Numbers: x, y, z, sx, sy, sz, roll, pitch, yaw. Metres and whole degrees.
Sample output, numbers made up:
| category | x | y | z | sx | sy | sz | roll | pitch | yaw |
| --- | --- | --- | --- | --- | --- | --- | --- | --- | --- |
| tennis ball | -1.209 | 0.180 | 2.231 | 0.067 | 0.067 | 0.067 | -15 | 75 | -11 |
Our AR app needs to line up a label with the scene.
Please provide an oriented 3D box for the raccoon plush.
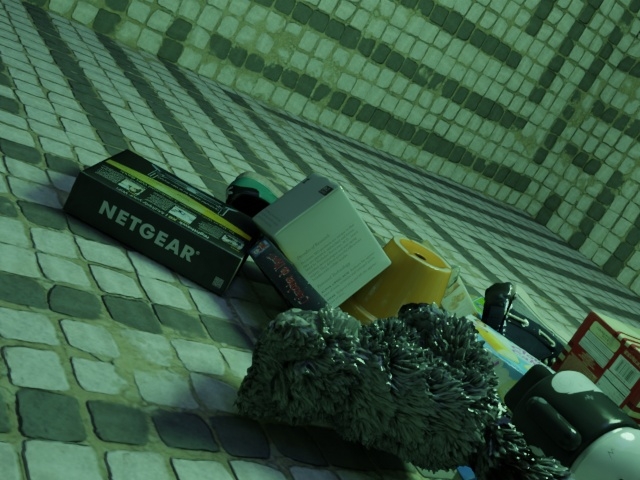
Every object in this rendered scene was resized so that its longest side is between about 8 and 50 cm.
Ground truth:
| category | x | y | z | sx | sy | sz | roll | pitch | yaw |
| --- | --- | --- | --- | --- | --- | --- | --- | --- | --- |
| raccoon plush | 0.108 | 0.208 | 1.020 | 0.299 | 0.216 | 0.446 | 4 | 13 | -45 |

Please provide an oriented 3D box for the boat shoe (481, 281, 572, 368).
| category | x | y | z | sx | sy | sz | roll | pitch | yaw |
| --- | --- | --- | --- | --- | --- | --- | --- | --- | --- |
| boat shoe | 0.468 | 0.254 | 1.806 | 0.340 | 0.127 | 0.158 | 41 | 50 | -22 |

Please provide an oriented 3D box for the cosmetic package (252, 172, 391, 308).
| category | x | y | z | sx | sy | sz | roll | pitch | yaw |
| --- | --- | --- | --- | --- | --- | --- | --- | --- | --- |
| cosmetic package | 0.000 | 0.000 | 1.470 | 0.183 | 0.151 | 0.151 | 55 | -8 | -22 |

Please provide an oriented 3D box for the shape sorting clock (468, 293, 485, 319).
| category | x | y | z | sx | sy | sz | roll | pitch | yaw |
| --- | --- | --- | --- | --- | --- | --- | --- | --- | --- |
| shape sorting clock | 0.414 | 0.202 | 1.957 | 0.206 | 0.040 | 0.206 | 30 | 20 | -12 |

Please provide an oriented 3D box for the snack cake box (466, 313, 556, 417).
| category | x | y | z | sx | sy | sz | roll | pitch | yaw |
| --- | --- | --- | --- | --- | --- | --- | --- | --- | --- |
| snack cake box | 0.367 | 0.264 | 1.605 | 0.264 | 0.089 | 0.152 | 35 | 18 | 17 |

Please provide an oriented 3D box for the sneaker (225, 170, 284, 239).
| category | x | y | z | sx | sy | sz | roll | pitch | yaw |
| --- | --- | --- | --- | --- | --- | --- | --- | --- | --- |
| sneaker | -0.074 | -0.026 | 1.732 | 0.302 | 0.108 | 0.121 | 32 | 32 | -3 |

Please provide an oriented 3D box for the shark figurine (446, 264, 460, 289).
| category | x | y | z | sx | sy | sz | roll | pitch | yaw |
| --- | --- | --- | --- | --- | --- | --- | --- | --- | --- |
| shark figurine | 0.144 | 0.076 | 1.697 | 0.278 | 0.166 | 0.116 | 19 | 22 | 14 |

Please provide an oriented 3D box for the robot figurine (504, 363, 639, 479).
| category | x | y | z | sx | sy | sz | roll | pitch | yaw |
| --- | --- | --- | --- | --- | --- | --- | --- | --- | --- |
| robot figurine | 0.432 | 0.334 | 1.364 | 0.209 | 0.173 | 0.278 | -7 | 33 | -25 |

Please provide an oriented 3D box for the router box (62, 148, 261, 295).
| category | x | y | z | sx | sy | sz | roll | pitch | yaw |
| --- | --- | --- | --- | --- | --- | --- | --- | --- | --- |
| router box | -0.267 | -0.041 | 1.454 | 0.309 | 0.081 | 0.243 | 29 | 16 | -2 |

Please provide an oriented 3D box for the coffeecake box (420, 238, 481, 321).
| category | x | y | z | sx | sy | sz | roll | pitch | yaw |
| --- | --- | --- | --- | --- | --- | --- | --- | --- | --- |
| coffeecake box | 0.275 | 0.110 | 1.797 | 0.185 | 0.068 | 0.142 | 57 | -1 | -35 |

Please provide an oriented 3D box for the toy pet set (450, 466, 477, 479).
| category | x | y | z | sx | sy | sz | roll | pitch | yaw |
| --- | --- | --- | --- | --- | --- | --- | --- | --- | --- |
| toy pet set | 0.236 | 0.359 | 1.133 | 0.122 | 0.065 | 0.114 | 22 | 18 | -25 |

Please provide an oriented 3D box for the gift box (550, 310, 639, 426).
| category | x | y | z | sx | sy | sz | roll | pitch | yaw |
| --- | --- | --- | --- | --- | --- | --- | --- | --- | --- |
| gift box | 0.657 | 0.307 | 1.660 | 0.258 | 0.276 | 0.255 | 21 | 23 | -31 |

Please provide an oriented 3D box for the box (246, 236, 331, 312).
| category | x | y | z | sx | sy | sz | roll | pitch | yaw |
| --- | --- | --- | --- | --- | --- | --- | --- | --- | --- |
| box | -0.021 | 0.111 | 1.350 | 0.233 | 0.044 | 0.159 | 45 | -10 | 42 |

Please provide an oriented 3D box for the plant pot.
| category | x | y | z | sx | sy | sz | roll | pitch | yaw |
| --- | --- | --- | --- | --- | --- | --- | --- | --- | --- |
| plant pot | 0.149 | 0.102 | 1.541 | 0.205 | 0.188 | 0.205 | 27 | 16 | -8 |
